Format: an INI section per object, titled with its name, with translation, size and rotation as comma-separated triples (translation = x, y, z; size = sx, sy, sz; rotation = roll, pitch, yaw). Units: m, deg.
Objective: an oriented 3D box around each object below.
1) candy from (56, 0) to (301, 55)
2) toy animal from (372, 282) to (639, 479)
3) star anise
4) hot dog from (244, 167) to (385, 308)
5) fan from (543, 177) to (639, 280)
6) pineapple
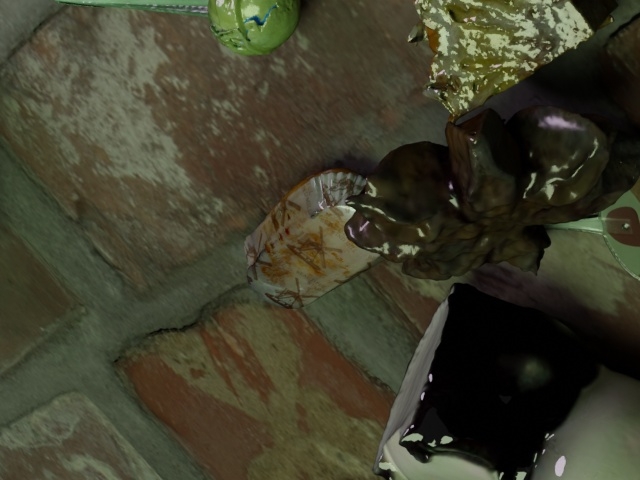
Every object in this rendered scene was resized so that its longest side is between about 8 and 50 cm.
[candy]
translation = -0.159, -0.243, 1.844
size = 0.335, 0.092, 0.093
rotation = 10, 167, 37
[toy animal]
translation = 0.234, 0.202, 1.843
size = 0.310, 0.251, 0.251
rotation = 24, 137, -3
[star anise]
translation = 0.167, -0.041, 1.691
size = 0.315, 0.108, 0.315
rotation = -9, 154, -5
[hot dog]
translation = 0.000, 0.000, 1.941
size = 0.131, 0.069, 0.252
rotation = 38, 141, -13
[fan]
translation = 0.298, -0.013, 1.769
size = 0.226, 0.008, 0.153
rotation = 3, 127, 31
[pineapple]
translation = 0.168, -0.214, 1.614
size = 0.186, 0.114, 0.236
rotation = 20, 131, 19
